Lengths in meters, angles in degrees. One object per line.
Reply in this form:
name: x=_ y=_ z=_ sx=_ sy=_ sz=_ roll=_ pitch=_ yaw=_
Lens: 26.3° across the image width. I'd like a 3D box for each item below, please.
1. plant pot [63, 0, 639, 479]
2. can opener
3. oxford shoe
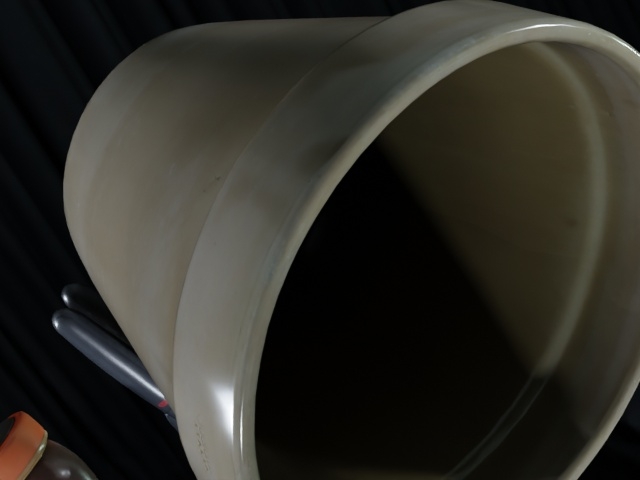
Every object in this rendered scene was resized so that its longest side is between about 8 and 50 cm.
plant pot: x=0.000 y=0.000 z=0.795 sx=0.323 sy=0.323 sz=0.280 roll=-40 pitch=-138 yaw=-22
can opener: x=-0.098 y=0.093 z=0.889 sx=0.073 sy=0.186 sz=0.059 roll=-40 pitch=-150 yaw=20
oxford shoe: x=-0.256 y=0.245 z=0.934 sx=0.271 sy=0.098 sz=0.097 roll=-46 pitch=-164 yaw=11
